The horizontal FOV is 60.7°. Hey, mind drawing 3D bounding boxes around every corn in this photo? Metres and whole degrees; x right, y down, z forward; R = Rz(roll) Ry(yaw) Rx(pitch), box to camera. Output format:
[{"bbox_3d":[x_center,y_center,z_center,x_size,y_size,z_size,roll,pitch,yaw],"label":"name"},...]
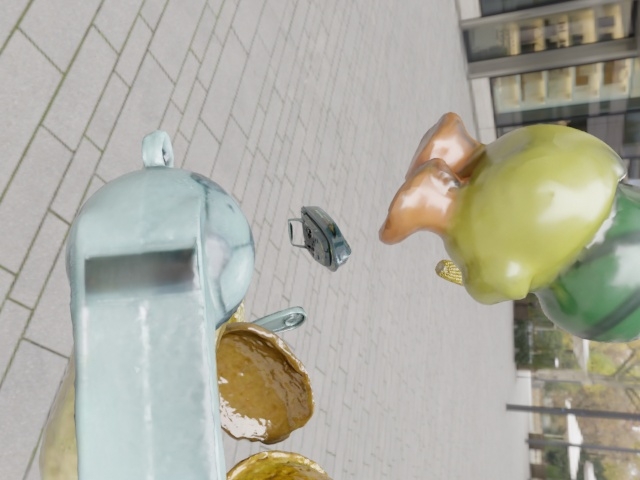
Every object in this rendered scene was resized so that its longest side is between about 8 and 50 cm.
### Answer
[{"bbox_3d":[0.232,0.056,0.916,0.092,0.037,0.037,19,66,-29],"label":"corn"}]

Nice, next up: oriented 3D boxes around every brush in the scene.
[{"bbox_3d":[-0.157,0.166,0.802,0.068,0.296,0.060,83,-12,-50],"label":"brush"}]

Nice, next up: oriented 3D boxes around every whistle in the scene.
[{"bbox_3d":[-0.127,0.048,0.447,0.163,0.163,0.290,17,65,-66],"label":"whistle"}]

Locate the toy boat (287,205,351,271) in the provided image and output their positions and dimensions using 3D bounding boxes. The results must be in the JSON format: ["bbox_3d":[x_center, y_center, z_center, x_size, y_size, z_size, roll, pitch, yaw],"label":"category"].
[{"bbox_3d":[0.000,0.000,1.147,0.246,0.103,0.093,-129,-150,-63],"label":"toy boat"}]

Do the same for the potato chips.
[{"bbox_3d":[-0.089,0.193,0.743,0.202,0.150,0.049,60,13,-20],"label":"potato chips"}]

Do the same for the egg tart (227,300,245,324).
[{"bbox_3d":[-0.256,0.152,0.953,0.278,0.095,0.279,-12,108,-42],"label":"egg tart"}]

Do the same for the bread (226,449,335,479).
[{"bbox_3d":[-0.037,0.457,0.652,0.337,0.204,0.358,-48,123,-31],"label":"bread"}]

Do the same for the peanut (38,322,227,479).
[{"bbox_3d":[-0.192,0.140,0.606,0.169,0.192,0.387,18,76,-32],"label":"peanut"}]

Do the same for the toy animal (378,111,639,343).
[{"bbox_3d":[0.254,-0.020,0.605,0.216,0.338,0.191,-61,-179,-38],"label":"toy animal"}]
